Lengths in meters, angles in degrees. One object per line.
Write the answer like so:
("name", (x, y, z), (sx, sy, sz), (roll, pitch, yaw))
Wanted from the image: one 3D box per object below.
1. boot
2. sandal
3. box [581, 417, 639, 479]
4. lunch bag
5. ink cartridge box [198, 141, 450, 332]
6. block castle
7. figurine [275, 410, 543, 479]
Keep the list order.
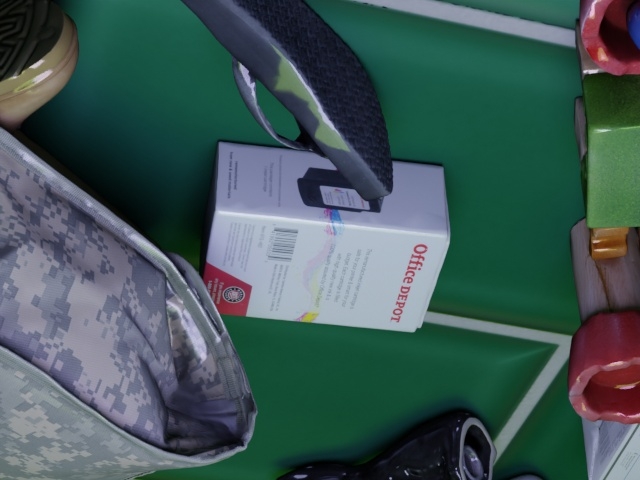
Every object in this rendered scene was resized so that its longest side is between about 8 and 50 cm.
("boot", (-0.196, -0.047, 1.206), (0.236, 0.089, 0.269), (-11, 140, 33))
("sandal", (-0.033, -0.123, 1.110), (0.054, 0.097, 0.254), (-26, 124, 26))
("box", (0.392, 0.157, 1.452), (0.289, 0.087, 0.169), (7, 140, -10))
("lunch bag", (-0.211, 0.080, 1.172), (0.235, 0.169, 0.287), (-21, 131, 42))
("ink cartridge box", (0.000, 0.000, 1.268), (0.175, 0.072, 0.127), (6, 140, -8))
("block castle", (0.315, -0.047, 1.103), (0.303, 0.213, 0.453), (-4, 140, 4))
("figurine", (0.093, 0.256, 1.586), (0.209, 0.092, 0.215), (-16, 140, 30))
